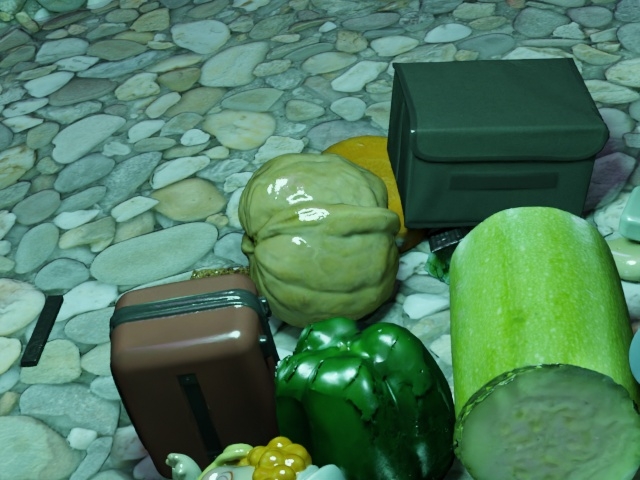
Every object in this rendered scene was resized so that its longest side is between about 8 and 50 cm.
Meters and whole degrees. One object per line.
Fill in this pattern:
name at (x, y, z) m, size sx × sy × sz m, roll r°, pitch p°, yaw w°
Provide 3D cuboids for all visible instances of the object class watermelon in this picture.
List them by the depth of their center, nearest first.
watermelon at (0.275, 0.019, 2.137) m, size 0.187 × 0.071 × 0.139 m, roll 10°, pitch 36°, yaw 31°

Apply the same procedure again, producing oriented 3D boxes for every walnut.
walnut at (0.000, 0.000, 2.067) m, size 0.285 × 0.296 × 0.285 m, roll -8°, pitch -9°, yaw -1°

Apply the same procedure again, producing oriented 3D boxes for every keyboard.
keyboard at (0.218, -0.005, 2.157) m, size 0.063 × 0.010 × 0.198 m, roll -20°, pitch 6°, yaw 6°

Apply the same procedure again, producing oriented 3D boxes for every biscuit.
biscuit at (-0.142, 0.075, 2.220) m, size 0.199 × 0.034 × 0.064 m, roll -3°, pitch 34°, yaw 14°

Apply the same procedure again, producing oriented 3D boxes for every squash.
squash at (0.314, 0.156, 1.747) m, size 0.263 × 0.263 × 0.384 m, roll -7°, pitch 34°, yaw 10°

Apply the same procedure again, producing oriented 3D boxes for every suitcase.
suitcase at (-0.170, 0.202, 1.810) m, size 0.236 × 0.297 × 0.161 m, roll -10°, pitch 41°, yaw 6°

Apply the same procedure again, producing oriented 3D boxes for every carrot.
carrot at (0.095, -0.075, 2.323) m, size 0.258 × 0.100 × 0.307 m, roll -16°, pitch 41°, yaw -8°

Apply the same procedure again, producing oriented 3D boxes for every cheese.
cheese at (0.530, 0.042, 2.023) m, size 0.127 × 0.050 × 0.235 m, roll -18°, pitch 31°, yaw -13°

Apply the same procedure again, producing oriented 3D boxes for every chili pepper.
chili pepper at (0.054, 0.240, 1.721) m, size 0.248 × 0.257 × 0.233 m, roll 0°, pitch 34°, yaw 30°

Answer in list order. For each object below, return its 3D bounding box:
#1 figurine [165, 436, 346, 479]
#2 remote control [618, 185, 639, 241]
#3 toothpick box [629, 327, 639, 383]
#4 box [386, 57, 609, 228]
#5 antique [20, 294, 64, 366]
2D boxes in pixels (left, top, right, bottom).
figurine at (-0.116, 0.366, 1.656) m, size 0.382 × 0.205 × 0.224 m, roll 9°, pitch 67°, yaw 47°
remote control at (0.646, -0.017, 2.027) m, size 0.296 × 0.056 × 0.140 m, roll 15°, pitch 34°, yaw 18°
toothpick box at (0.488, 0.159, 1.616) m, size 0.153 × 0.101 × 0.101 m, roll 15°, pitch 13°, yaw -40°
box at (0.302, -0.179, 2.217) m, size 0.345 × 0.204 × 0.251 m, roll -1°, pitch 38°, yaw -6°
antique at (-0.500, 0.160, 2.236) m, size 0.031 × 0.015 × 0.192 m, roll -6°, pitch 34°, yaw 10°
